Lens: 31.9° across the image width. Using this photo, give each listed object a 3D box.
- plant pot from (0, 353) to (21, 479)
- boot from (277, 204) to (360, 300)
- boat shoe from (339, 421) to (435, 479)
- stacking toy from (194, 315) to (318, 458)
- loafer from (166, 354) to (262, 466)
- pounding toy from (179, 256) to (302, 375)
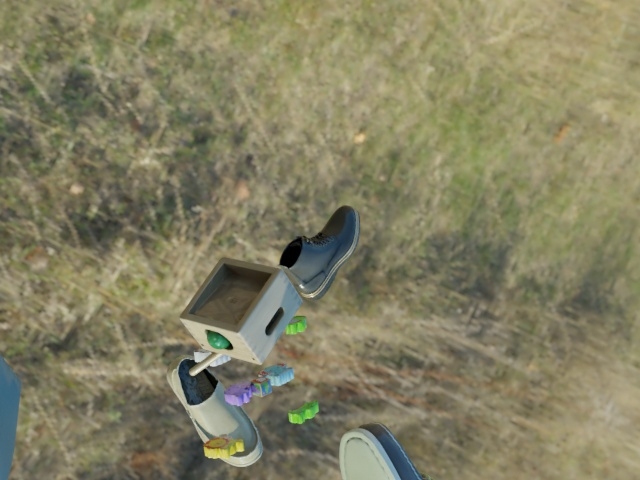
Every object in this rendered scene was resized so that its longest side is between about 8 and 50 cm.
[{"bbox_3d":[-0.532,0.290,1.592,0.165,0.166,0.234,86,-1,-61],"label":"plant pot"},{"bbox_3d":[0.000,0.000,2.085,0.137,0.077,0.197,49,59,-53],"label":"boot"},{"bbox_3d":[0.089,0.270,1.097,0.069,0.081,0.227,-33,108,-36],"label":"boat shoe"},{"bbox_3d":[-0.096,0.221,1.727,0.221,0.052,0.166,-19,110,-42],"label":"stacking toy"},{"bbox_3d":[-0.217,0.337,2.234,0.102,0.268,0.092,-39,166,-15],"label":"loafer"},{"bbox_3d":[-0.115,0.112,1.505,0.141,0.130,0.100,-56,136,-27],"label":"pounding toy"}]
